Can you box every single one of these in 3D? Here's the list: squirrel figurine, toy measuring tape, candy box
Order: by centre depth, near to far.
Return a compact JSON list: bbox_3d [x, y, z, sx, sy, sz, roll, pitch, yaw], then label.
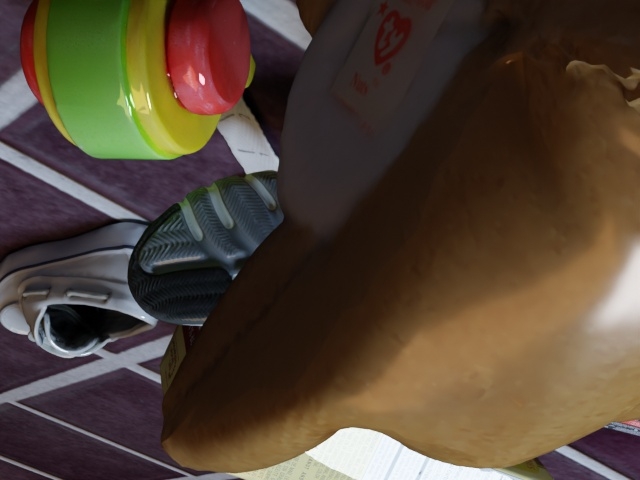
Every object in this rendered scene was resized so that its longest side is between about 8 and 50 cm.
[{"bbox_3d":[0.194,-0.019,0.457,0.370,0.281,0.397,21,155,-28],"label":"squirrel figurine"},{"bbox_3d":[-0.082,-0.068,0.649,0.121,0.121,0.330,4,152,19],"label":"toy measuring tape"},{"bbox_3d":[0.025,0.158,0.963,0.316,0.087,0.183,21,-168,-16],"label":"candy box"}]

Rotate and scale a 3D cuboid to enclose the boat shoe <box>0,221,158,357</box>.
[{"bbox_3d":[-0.215,0.059,0.979,0.267,0.088,0.096,-14,143,42],"label":"boat shoe"}]

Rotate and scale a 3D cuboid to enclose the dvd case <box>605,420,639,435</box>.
[{"bbox_3d":[0.280,0.145,0.999,0.087,0.013,0.119,14,154,-2],"label":"dvd case"}]

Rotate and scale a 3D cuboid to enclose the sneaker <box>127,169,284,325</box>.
[{"bbox_3d":[0.000,0.000,0.687,0.228,0.086,0.132,-25,163,-6],"label":"sneaker"}]
